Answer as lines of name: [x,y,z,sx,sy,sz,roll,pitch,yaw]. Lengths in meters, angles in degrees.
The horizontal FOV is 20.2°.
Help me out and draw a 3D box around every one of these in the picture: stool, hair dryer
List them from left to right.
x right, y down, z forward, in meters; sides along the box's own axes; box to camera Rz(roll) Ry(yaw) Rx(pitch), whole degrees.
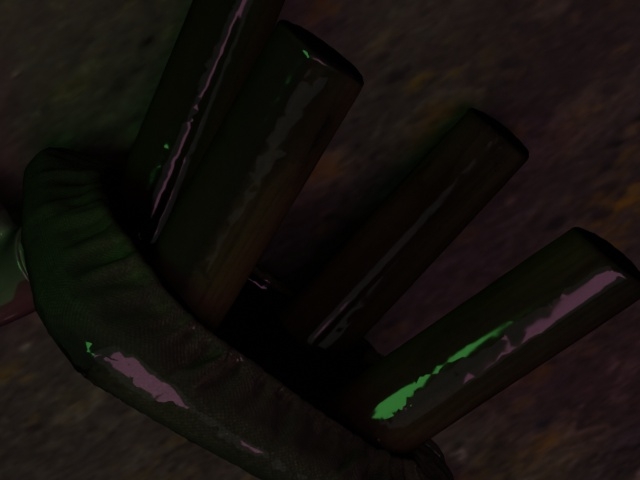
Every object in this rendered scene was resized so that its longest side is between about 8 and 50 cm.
hair dryer: [-0.231,-0.017,1.182,0.106,0.054,0.154,-25,100,40]
stool: [0.000,0.000,1.095,0.310,0.310,0.226,32,103,-23]
